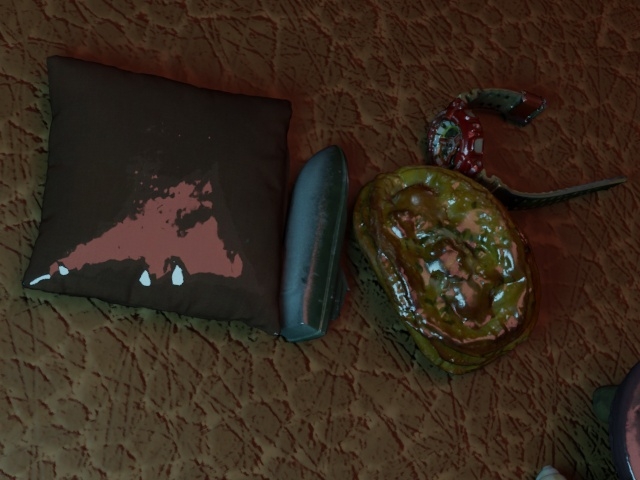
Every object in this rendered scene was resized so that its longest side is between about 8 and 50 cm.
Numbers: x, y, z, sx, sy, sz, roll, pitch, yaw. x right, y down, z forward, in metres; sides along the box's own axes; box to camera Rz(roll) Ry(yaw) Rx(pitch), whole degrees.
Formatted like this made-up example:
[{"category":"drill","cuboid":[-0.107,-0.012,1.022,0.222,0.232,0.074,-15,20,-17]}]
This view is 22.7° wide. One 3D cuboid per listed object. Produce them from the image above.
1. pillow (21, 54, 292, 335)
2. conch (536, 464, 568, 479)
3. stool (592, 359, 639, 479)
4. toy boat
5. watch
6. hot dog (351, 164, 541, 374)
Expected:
[{"category":"pillow","cuboid":[-0.183,-0.053,1.857,0.305,0.108,0.307,10,65,-16]},{"category":"conch","cuboid":[0.270,0.380,1.826,0.149,0.182,0.275,15,51,20]},{"category":"stool","cuboid":[0.443,0.266,1.927,0.272,0.178,0.272,9,65,-18]},{"category":"toy boat","cuboid":[0.000,0.000,1.930,0.085,0.078,0.260,27,59,-37]},{"category":"watch","cuboid":[0.266,-0.122,2.089,0.268,0.102,0.164,-9,69,-33]},{"category":"hot dog","cuboid":[0.152,0.024,1.952,0.196,0.122,0.272,-25,80,-19]}]
